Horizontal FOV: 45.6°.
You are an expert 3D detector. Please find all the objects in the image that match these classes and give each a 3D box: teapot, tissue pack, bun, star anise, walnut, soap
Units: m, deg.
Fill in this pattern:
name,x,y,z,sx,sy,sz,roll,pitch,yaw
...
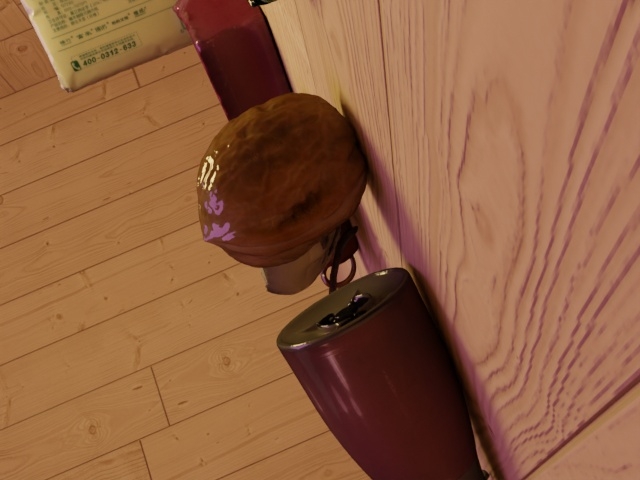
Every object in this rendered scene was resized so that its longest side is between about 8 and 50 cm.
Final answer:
name,x,y,z,sx,sy,sz,roll,pitch,yaw
teapot,0.000,0.000,1.265,0.116,0.116,0.173,-139,25,-85
tissue pack,-0.360,-0.487,1.419,0.207,0.380,0.297,-116,6,-60
bun,-0.041,-0.060,1.104,0.287,0.146,0.287,171,90,-85
star anise,0.046,0.073,0.995,0.227,0.218,0.148,51,130,22
walnut,-0.043,-0.056,0.758,0.155,0.184,0.155,50,170,13
soap,-0.129,-0.271,1.348,0.359,0.128,0.233,69,176,-46

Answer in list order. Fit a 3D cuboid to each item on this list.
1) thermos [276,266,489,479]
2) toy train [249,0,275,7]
name,x,y,z,sx,sy,sz,roll,pitch,yaw
thermos,0.079,0.174,0.771,0.265,0.146,0.176,61,173,-11
toy train,-0.072,-0.282,0.675,0.170,0.071,0.111,65,-173,22
